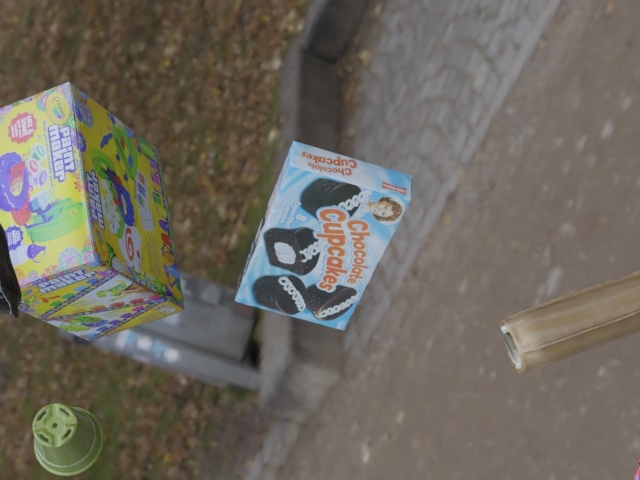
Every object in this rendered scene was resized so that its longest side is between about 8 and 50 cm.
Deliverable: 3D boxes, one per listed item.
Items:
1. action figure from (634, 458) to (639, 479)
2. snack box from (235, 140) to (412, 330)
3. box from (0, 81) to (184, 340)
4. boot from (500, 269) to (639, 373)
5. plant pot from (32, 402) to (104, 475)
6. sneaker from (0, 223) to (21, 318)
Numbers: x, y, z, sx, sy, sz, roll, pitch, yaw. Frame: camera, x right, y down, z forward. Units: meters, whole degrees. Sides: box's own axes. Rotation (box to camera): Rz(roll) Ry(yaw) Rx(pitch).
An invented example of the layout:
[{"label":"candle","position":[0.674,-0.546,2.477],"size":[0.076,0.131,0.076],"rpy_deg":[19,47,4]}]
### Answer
[{"label":"action figure","position":[0.287,0.197,1.116],"size":[0.038,0.030,0.115],"rpy_deg":[42,112,39]},{"label":"snack box","position":[0.000,0.000,2.024],"size":[0.322,0.187,0.060],"rpy_deg":[114,168,-45]},{"label":"box","position":[-0.362,-0.036,1.994],"size":[0.279,0.177,0.290],"rpy_deg":[41,-146,-62]},{"label":"boot","position":[0.344,0.077,1.573],"size":[0.236,0.269,0.089],"rpy_deg":[60,-170,-83]},{"label":"plant pot","position":[-0.298,0.223,1.527],"size":[0.079,0.083,0.083],"rpy_deg":[87,-163,-68]},{"label":"sneaker","position":[-0.376,0.023,1.482],"size":[0.089,0.051,0.170],"rpy_deg":[73,172,-76]}]
